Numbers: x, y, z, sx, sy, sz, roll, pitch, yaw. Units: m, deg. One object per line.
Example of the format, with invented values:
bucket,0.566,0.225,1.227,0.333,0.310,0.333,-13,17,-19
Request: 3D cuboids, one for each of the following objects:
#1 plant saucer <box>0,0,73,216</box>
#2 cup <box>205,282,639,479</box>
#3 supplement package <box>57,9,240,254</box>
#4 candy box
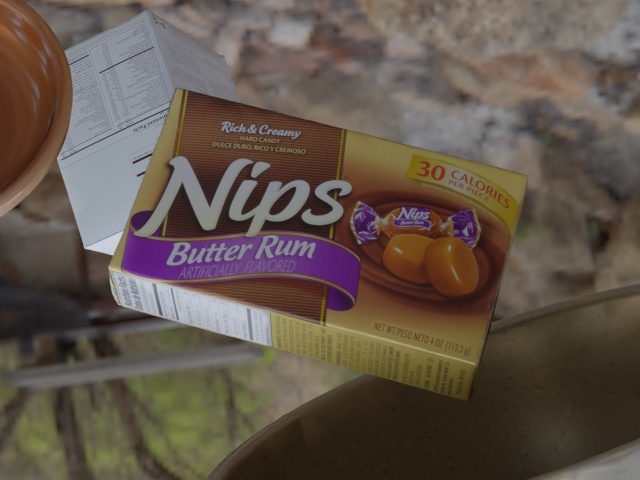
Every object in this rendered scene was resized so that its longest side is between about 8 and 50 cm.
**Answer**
plant saucer,-0.233,-0.068,0.921,0.200,0.200,0.037,-8,144,-10
cup,0.133,0.181,0.863,0.331,0.237,0.331,-19,-172,3
supplement package,-0.170,-0.098,1.773,0.149,0.203,0.194,-24,164,16
candy box,0.000,0.000,0.852,0.186,0.109,0.053,16,156,6
